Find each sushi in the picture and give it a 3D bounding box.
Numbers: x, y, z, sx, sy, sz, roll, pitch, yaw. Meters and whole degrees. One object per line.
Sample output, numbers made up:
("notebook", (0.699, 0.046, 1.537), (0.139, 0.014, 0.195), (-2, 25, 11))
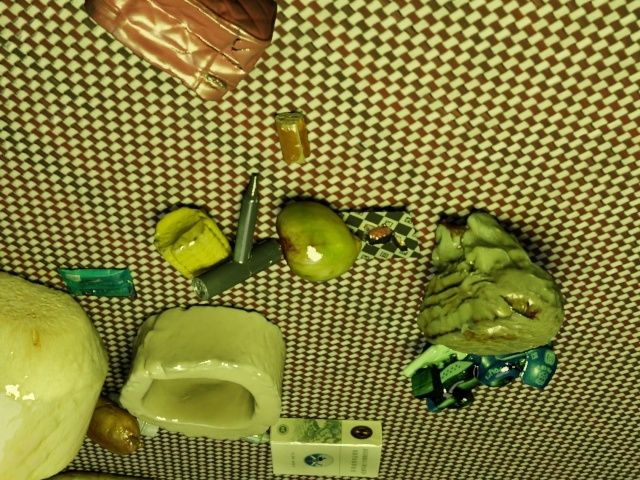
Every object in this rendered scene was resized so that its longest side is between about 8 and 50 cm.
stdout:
("sushi", (0.102, -0.017, 1.437), (0.126, 0.026, 0.120), (-1, 139, 19))

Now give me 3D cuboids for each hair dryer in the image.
("hair dryer", (-0.137, -0.011, 1.396), (0.050, 0.173, 0.195), (29, 134, 33))

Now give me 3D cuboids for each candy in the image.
("candy", (-0.201, 0.027, 1.469), (0.106, 0.094, 0.199), (-28, 143, 5))

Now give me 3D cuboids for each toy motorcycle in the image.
("toy motorcycle", (0.307, 0.208, 1.538), (0.125, 0.196, 0.331), (24, 133, -36))

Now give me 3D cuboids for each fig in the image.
("fig", (-0.011, 0.004, 1.392), (0.120, 0.136, 0.153), (-35, 140, 16))

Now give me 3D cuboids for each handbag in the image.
("handbag", (-0.172, -0.289, 1.059), (0.225, 0.146, 0.135), (31, 128, -27))

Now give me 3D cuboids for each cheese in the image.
("cheese", (-0.237, 0.265, 1.705), (0.332, 0.153, 0.292), (1, 139, 3))

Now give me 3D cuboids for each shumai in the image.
("shumai", (0.275, 0.069, 1.391), (0.189, 0.218, 0.255), (10, 156, -39))

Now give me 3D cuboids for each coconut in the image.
("coconut", (-0.617, 0.274, 1.611), (0.415, 0.345, 0.416), (1, 112, 3))

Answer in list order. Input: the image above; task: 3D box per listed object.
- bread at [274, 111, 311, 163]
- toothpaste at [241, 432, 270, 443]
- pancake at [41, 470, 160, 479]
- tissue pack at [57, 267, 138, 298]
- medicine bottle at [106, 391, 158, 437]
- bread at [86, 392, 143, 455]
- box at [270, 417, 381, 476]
("bread", (-0.042, -0.154, 1.283), (0.046, 0.036, 0.083), (0, 137, 11))
("toothpaste", (-0.220, 0.440, 1.995), (0.218, 0.041, 0.064), (17, 144, -8))
("pancake", (-0.598, 0.700, 2.333), (0.426, 0.067, 0.305), (-16, 143, 21))
("tissue pack", (-0.422, 0.083, 1.609), (0.137, 0.028, 0.085), (-1, 139, 3))
("medicine bottle", (-0.434, 0.401, 1.937), (0.130, 0.080, 0.080), (22, 137, -19))
("bread", (-0.464, 0.377, 1.804), (0.344, 0.084, 0.124), (13, 137, 45))
("box", (0.013, 0.489, 1.996), (0.256, 0.069, 0.164), (2, 139, 1))
